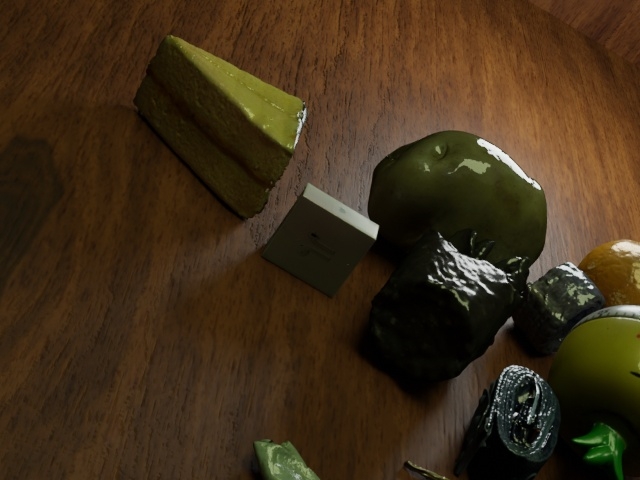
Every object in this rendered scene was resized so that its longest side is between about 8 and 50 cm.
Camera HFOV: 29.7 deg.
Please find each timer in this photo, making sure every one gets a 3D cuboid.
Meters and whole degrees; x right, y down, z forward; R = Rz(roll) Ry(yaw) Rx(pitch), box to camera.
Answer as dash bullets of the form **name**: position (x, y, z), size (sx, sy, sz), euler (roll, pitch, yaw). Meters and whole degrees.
- **timer**: position (0.459, 0.260, 1.839), size (0.285, 0.285, 0.285), euler (25, 32, -17)

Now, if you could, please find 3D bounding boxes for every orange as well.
- **orange**: position (0.569, 0.103, 2.219), size (0.219, 0.193, 0.219), euler (19, 19, -7)

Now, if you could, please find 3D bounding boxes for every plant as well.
- **plant**: position (0.192, 0.091, 1.850), size (0.188, 0.199, 0.276), euler (37, 29, 12)

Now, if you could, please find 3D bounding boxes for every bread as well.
- **bread**: position (-0.172, -0.176, 1.896), size (0.264, 0.167, 0.163), euler (26, 32, -10)

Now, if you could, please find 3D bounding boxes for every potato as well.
- **potato**: position (0.239, -0.055, 2.046), size (0.326, 0.243, 0.221), euler (26, 23, -14)

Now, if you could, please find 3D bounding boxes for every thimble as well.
- **thimble**: position (0.406, 0.117, 2.068), size (0.150, 0.150, 0.098), euler (-3, 48, -47)

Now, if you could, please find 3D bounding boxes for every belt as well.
- **belt**: position (0.287, 0.268, 1.761), size (0.122, 0.128, 0.218), euler (30, 29, 1)

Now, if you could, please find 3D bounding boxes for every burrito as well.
- **burrito**: position (-0.039, 0.292, 1.491), size (0.074, 0.044, 0.118), euler (-8, 54, -45)

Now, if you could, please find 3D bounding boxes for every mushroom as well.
- **mushroom**: position (0.238, 0.375, 1.676), size (0.286, 0.026, 0.028), euler (27, 16, -11)

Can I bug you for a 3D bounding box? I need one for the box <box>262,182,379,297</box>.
- **box**: position (0.000, 0.000, 1.847), size (0.129, 0.130, 0.051), euler (31, 29, -9)
